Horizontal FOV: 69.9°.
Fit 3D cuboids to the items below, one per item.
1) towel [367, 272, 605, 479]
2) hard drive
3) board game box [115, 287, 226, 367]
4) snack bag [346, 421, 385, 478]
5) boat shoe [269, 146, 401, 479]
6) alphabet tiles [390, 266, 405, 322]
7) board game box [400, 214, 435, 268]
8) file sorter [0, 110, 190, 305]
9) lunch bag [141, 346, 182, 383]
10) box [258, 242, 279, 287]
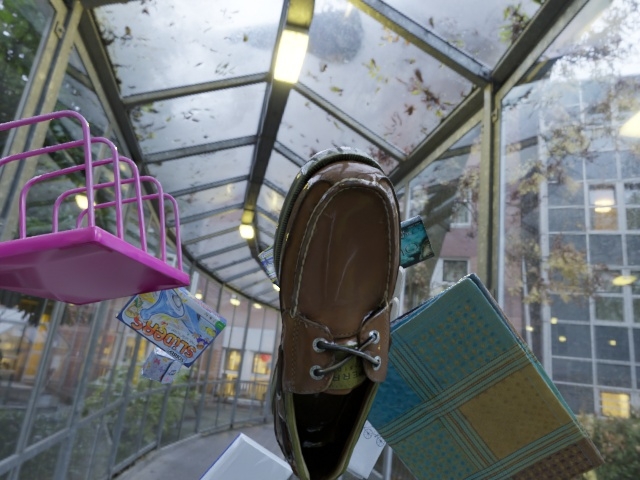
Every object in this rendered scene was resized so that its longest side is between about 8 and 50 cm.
[{"bbox_3d":[0.220,0.260,0.707,0.271,0.370,0.040,-35,9,16],"label":"towel"},{"bbox_3d":[-0.245,0.672,1.178,0.210,0.319,0.040,49,-11,-31],"label":"hard drive"},{"bbox_3d":[-0.333,0.177,1.035,0.201,0.136,0.035,41,2,-16],"label":"board game box"},{"bbox_3d":[0.089,0.571,1.517,0.342,0.323,0.037,34,-9,-9],"label":"snack bag"},{"bbox_3d":[0.017,0.082,0.384,0.110,0.104,0.308,-2,-58,-12],"label":"boat shoe"},{"bbox_3d":[0.042,0.089,1.023,0.283,0.278,0.021,15,20,22],"label":"alphabet tiles"},{"bbox_3d":[0.182,0.025,1.150,0.186,0.026,0.126,-23,-57,9],"label":"board game box"},{"bbox_3d":[-0.347,-0.028,0.670,0.201,0.183,0.291,-10,-16,2],"label":"file sorter"},{"bbox_3d":[-0.394,0.317,1.152,0.083,0.071,0.053,34,0,-29],"label":"lunch bag"},{"bbox_3d":[0.000,0.000,0.640,0.168,0.059,0.054,-38,-41,4],"label":"box"}]
